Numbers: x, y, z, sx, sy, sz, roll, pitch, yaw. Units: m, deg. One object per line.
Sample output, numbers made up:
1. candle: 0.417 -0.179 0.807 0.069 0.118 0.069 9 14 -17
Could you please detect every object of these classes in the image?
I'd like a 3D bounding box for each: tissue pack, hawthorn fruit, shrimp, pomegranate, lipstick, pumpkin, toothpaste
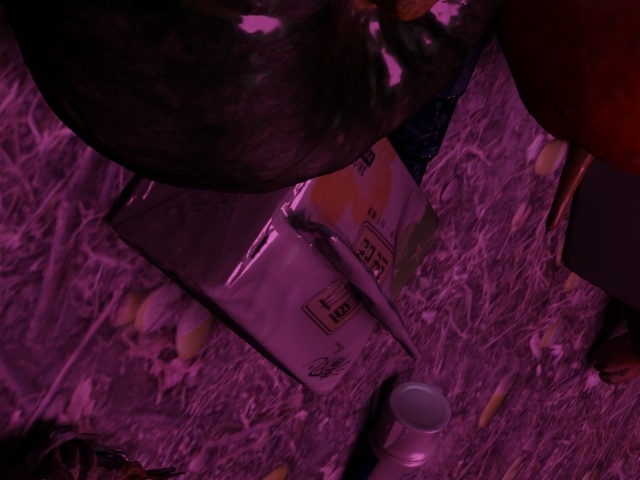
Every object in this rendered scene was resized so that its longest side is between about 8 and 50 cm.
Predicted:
1. tissue pack: 0.000 0.000 1.142 0.159 0.145 0.229 -54 154 -7
2. hawthorn fruit: 0.243 -0.146 1.251 0.287 0.287 0.330 0 125 -60
3. shrimp: -0.153 0.162 1.147 0.233 0.079 0.090 -5 86 -62
4. pomegranate: 0.394 0.097 1.940 0.210 0.180 0.180 -24 164 23
5. lipstick: 0.064 -0.074 1.293 0.053 0.053 0.234 -27 146 -46
6. pumpkin: -0.012 -0.161 0.868 0.300 0.207 0.300 -41 149 -31
7. toothpaste: 0.053 0.235 1.618 0.096 0.061 0.266 -34 153 -42

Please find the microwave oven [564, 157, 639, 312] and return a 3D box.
1. microwave oven: 0.434 -0.098 1.702 0.355 0.218 0.286 -38 147 -33
